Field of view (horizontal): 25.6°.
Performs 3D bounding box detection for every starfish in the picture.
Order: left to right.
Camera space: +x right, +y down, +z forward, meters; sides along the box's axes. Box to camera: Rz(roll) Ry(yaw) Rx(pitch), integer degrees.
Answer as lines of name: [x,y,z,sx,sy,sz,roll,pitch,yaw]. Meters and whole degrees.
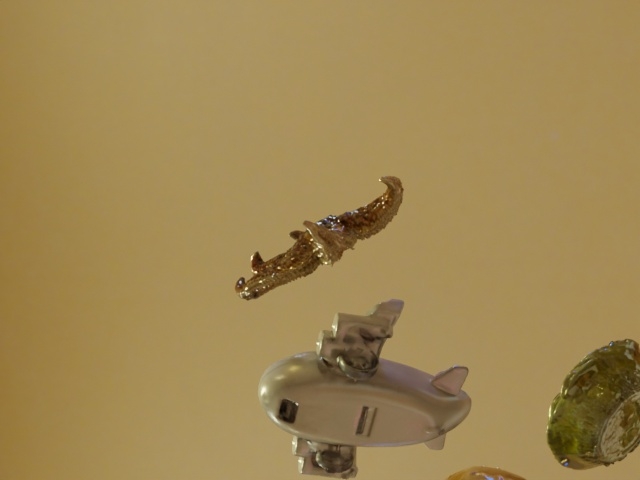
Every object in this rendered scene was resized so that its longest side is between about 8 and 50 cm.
starfish: [0.002,0.001,1.586,0.071,0.238,0.216,52,-160,-3]

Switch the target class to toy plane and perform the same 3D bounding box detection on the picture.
toy plane: [0.053,0.178,1.615,0.118,0.252,0.252,-104,-3,-57]

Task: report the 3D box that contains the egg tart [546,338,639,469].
egg tart: [0.392,0.233,1.904,0.197,0.078,0.197,-20,-53,-30]

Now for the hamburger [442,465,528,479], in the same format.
hamburger: [0.240,0.446,1.872,0.170,0.314,0.290,-35,-17,-41]
